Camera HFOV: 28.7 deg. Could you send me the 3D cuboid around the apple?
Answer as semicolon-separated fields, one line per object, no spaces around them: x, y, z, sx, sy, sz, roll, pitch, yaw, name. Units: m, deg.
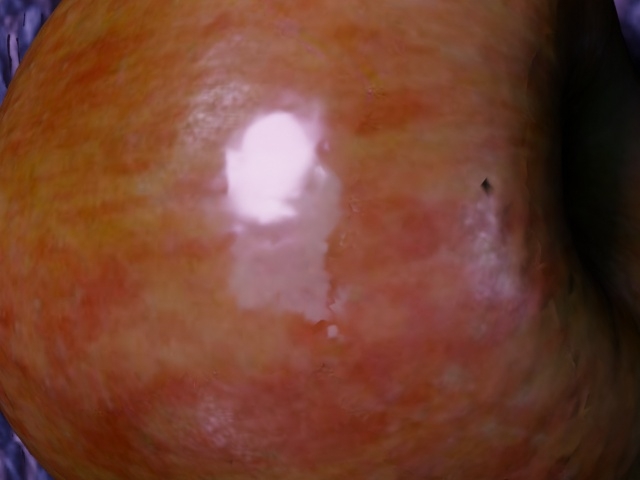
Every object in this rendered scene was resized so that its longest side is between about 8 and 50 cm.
0.000;0.000;0.445;0.264;0.264;0.264;0;90;30;apple
